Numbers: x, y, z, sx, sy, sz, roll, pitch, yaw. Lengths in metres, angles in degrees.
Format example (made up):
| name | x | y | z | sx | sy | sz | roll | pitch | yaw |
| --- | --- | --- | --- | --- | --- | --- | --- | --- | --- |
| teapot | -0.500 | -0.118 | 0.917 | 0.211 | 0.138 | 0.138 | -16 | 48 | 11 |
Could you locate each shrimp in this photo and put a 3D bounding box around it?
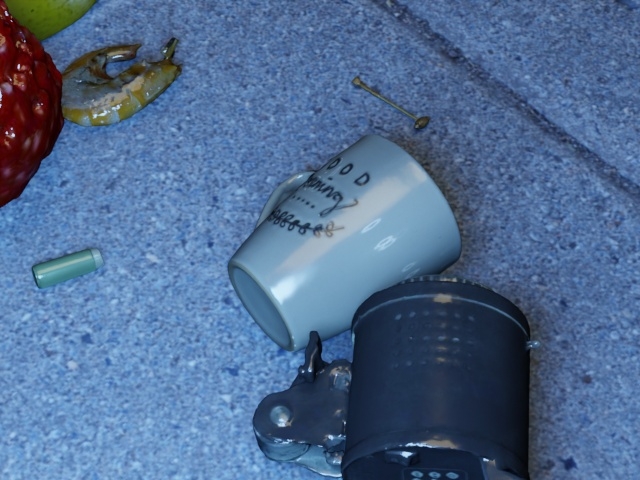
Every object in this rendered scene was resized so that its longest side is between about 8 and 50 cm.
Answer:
| name | x | y | z | sx | sy | sz | roll | pitch | yaw |
| --- | --- | --- | --- | --- | --- | --- | --- | --- | --- |
| shrimp | -0.267 | -0.218 | 1.895 | 0.187 | 0.051 | 0.132 | -26 | 62 | -18 |

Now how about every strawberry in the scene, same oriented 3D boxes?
| name | x | y | z | sx | sy | sz | roll | pitch | yaw |
| --- | --- | --- | --- | --- | --- | --- | --- | --- | --- |
| strawberry | -0.452 | -0.185 | 1.678 | 0.317 | 0.345 | 0.295 | -26 | 61 | -21 |

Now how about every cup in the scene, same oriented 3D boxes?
| name | x | y | z | sx | sy | sz | roll | pitch | yaw |
| --- | --- | --- | --- | --- | --- | --- | --- | --- | --- |
| cup | 0.000 | 0.000 | 1.722 | 0.234 | 0.186 | 0.258 | -35 | 36 | -16 |

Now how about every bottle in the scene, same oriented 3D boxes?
| name | x | y | z | sx | sy | sz | roll | pitch | yaw |
| --- | --- | --- | --- | --- | --- | --- | --- | --- | --- |
| bottle | -0.303 | 0.032 | 1.735 | 0.083 | 0.030 | 0.030 | -18 | 60 | -18 |

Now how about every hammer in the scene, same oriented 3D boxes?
| name | x | y | z | sx | sy | sz | roll | pitch | yaw |
| --- | --- | --- | --- | --- | --- | --- | --- | --- | --- |
| hammer | 0.092 | -0.184 | 1.934 | 0.123 | 0.014 | 0.029 | 34 | 51 | 20 |

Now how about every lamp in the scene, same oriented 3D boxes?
| name | x | y | z | sx | sy | sz | roll | pitch | yaw |
| --- | --- | --- | --- | --- | --- | --- | --- | --- | --- |
| lamp | 0.138 | 0.175 | 1.574 | 0.374 | 0.205 | 0.272 | 17 | 59 | 19 |

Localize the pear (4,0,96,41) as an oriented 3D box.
| name | x | y | z | sx | sy | sz | roll | pitch | yaw |
| --- | --- | --- | --- | --- | --- | --- | --- | --- | --- |
| pear | -0.439 | -0.444 | 1.913 | 0.340 | 0.191 | 0.386 | 31 | 70 | 6 |
